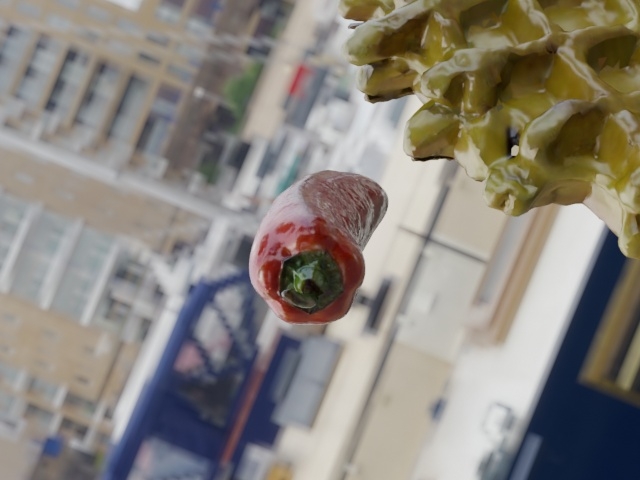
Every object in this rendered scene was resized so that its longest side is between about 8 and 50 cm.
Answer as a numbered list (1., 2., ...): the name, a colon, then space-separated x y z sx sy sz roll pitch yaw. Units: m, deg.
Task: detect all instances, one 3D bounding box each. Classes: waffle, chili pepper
1. waffle: 0.151 -0.096 0.884 0.260 0.293 0.069 -55 -18 -40
2. chili pepper: 0.000 0.000 1.137 0.063 0.071 0.272 -33 8 15
